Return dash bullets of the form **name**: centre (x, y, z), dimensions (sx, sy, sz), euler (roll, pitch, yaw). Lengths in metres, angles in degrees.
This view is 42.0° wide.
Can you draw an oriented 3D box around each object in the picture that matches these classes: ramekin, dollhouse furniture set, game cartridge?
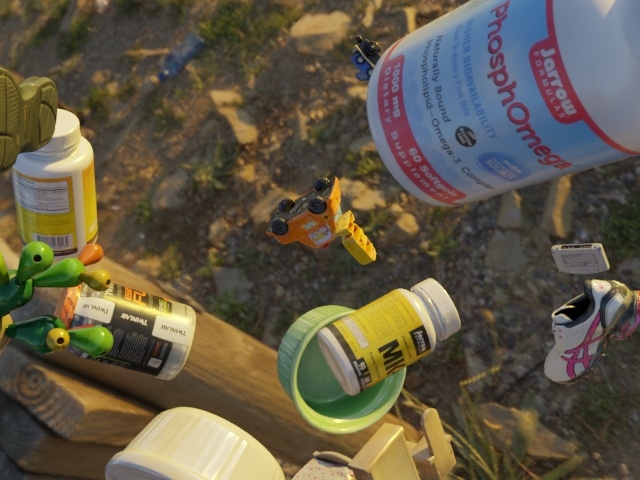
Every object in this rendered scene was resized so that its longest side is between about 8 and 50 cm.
- **ramekin**: centre (-0.175, 0.364, 1.244), dimensions (0.273, 0.272, 0.127), euler (-5, 39, 40)
- **dollhouse furniture set**: centre (0.020, 0.413, 1.578), dimensions (0.356, 0.173, 0.303), euler (3, 31, 43)
- **game cartridge**: centre (0.421, 0.030, 1.348), dimensions (0.083, 0.056, 0.017), euler (-3, 36, 39)
- **ramekin**: centre (0.042, 0.303, 2.027), dimensions (0.303, 0.303, 0.148), euler (-59, 26, -5)

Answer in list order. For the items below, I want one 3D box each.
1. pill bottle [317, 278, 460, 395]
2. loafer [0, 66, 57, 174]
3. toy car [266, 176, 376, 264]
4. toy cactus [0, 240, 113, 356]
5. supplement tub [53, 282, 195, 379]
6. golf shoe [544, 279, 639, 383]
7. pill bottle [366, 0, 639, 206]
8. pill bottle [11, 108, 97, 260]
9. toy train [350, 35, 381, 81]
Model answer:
- **pill bottle**: centre (0.111, 0.150, 1.339), dimensions (0.209, 0.119, 0.119), euler (-28, 42, -11)
- **loafer**: centre (-0.317, -0.115, 0.768), dimensions (0.267, 0.084, 0.096), euler (-102, 19, -80)
- **toy car**: centre (0.000, 0.000, 0.532), dimensions (0.060, 0.040, 0.122), euler (-36, 21, 7)
- **toy cactus**: centre (-0.304, 0.053, 0.799), dimensions (0.180, 0.219, 0.112), euler (-48, 19, 30)
- **supplement tub**: centre (-0.289, 0.127, 1.219), dimensions (0.117, 0.191, 0.117), euler (-50, 29, 42)
- **golf shoe**: centre (0.314, 0.108, 1.017), dimensions (0.186, 0.086, 0.067), euler (115, 176, -45)
- **pill bottle**: centre (0.101, -0.071, 0.346), dimensions (0.160, 0.087, 0.087), euler (-17, 53, 51)
- **pill bottle**: centre (-0.397, -0.083, 1.244), dimensions (0.117, 0.117, 0.214), euler (-122, 32, -46)
- **toy train**: centre (0.079, -0.129, 0.801), dimensions (0.036, 0.158, 0.027), euler (-38, 5, 14)
